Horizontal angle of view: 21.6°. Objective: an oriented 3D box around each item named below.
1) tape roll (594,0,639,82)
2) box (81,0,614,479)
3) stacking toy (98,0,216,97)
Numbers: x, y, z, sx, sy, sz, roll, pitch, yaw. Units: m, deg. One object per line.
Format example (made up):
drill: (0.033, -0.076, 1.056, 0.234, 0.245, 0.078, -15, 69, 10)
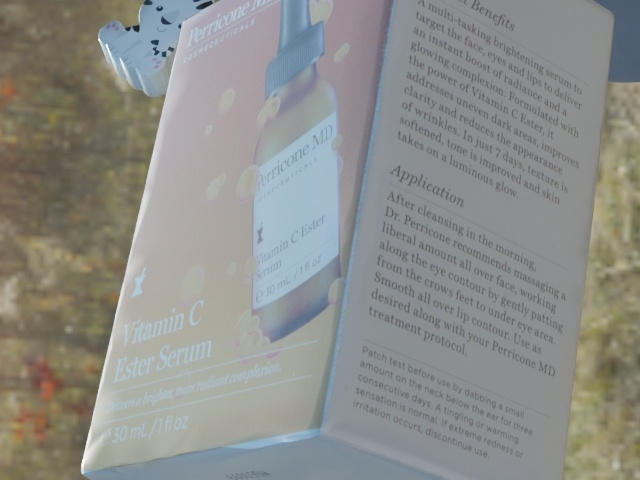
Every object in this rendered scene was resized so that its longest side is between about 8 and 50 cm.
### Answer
tape roll: (0.187, -0.181, 0.863, 0.072, 0.219, 0.219, 58, -173, -38)
box: (0.009, 0.001, 0.534, 0.130, 0.091, 0.170, -20, 54, 50)
stacking toy: (0.000, 0.000, 0.727, 0.221, 0.052, 0.167, 40, 160, 28)
